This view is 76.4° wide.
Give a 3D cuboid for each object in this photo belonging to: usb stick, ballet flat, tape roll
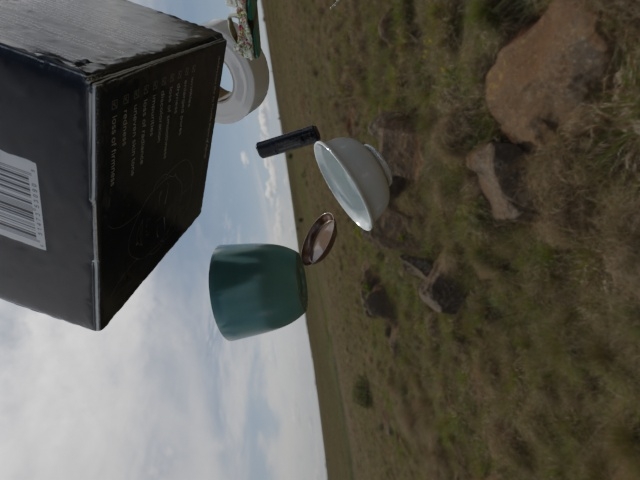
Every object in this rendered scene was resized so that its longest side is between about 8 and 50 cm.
[{"bbox_3d":[-0.137,-0.405,1.677,0.045,0.278,0.077,-78,-30,-52],"label":"usb stick"},{"bbox_3d":[-0.185,-0.538,0.963,0.241,0.077,0.091,102,-179,-58],"label":"ballet flat"},{"bbox_3d":[-0.302,-0.505,1.227,0.100,0.286,0.286,-58,-29,-45],"label":"tape roll"}]

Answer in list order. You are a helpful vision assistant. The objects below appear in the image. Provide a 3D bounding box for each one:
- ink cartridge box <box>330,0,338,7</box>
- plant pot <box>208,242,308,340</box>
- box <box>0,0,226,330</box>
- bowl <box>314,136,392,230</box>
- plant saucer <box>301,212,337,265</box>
[{"bbox_3d":[0.091,-1.033,1.633,0.067,0.198,0.115,42,-160,-16],"label":"ink cartridge box"},{"bbox_3d":[-0.167,0.141,1.219,0.293,0.235,0.293,-8,-90,-84],"label":"plant pot"},{"bbox_3d":[-0.431,-0.178,0.808,0.472,0.297,0.480,-71,1,-57],"label":"box"},{"bbox_3d":[0.115,-0.186,1.182,0.298,0.134,0.298,56,174,8],"label":"bowl"},{"bbox_3d":[0.000,0.000,1.180,0.168,0.029,0.168,-46,30,36],"label":"plant saucer"}]
